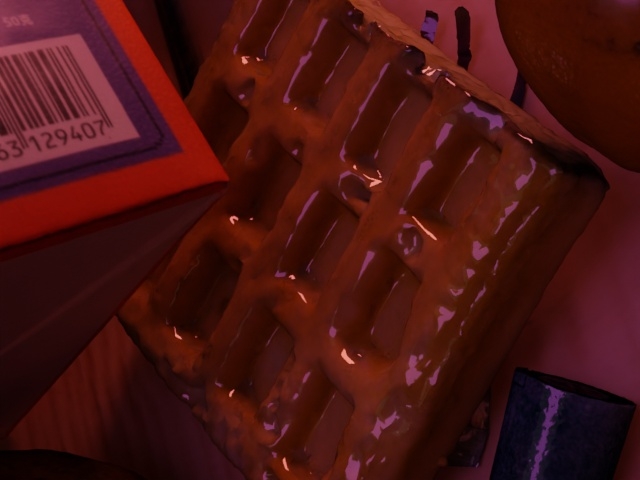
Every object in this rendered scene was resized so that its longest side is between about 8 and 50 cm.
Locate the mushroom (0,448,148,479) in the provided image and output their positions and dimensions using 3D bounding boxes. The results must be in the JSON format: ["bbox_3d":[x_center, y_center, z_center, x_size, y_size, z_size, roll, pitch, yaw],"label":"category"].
[{"bbox_3d":[-0.161,0.226,0.695,0.254,0.267,0.267,142,129,-67],"label":"mushroom"}]

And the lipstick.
[{"bbox_3d":[0.078,0.174,0.594,0.053,0.053,0.234,17,92,40],"label":"lipstick"}]

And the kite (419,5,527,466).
[{"bbox_3d":[0.054,-0.001,0.682,0.127,0.016,0.229,18,94,37],"label":"kite"}]

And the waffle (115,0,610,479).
[{"bbox_3d":[0.000,0.000,0.680,0.248,0.055,0.221,45,113,41],"label":"waffle"}]

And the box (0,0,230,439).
[{"bbox_3d":[-0.296,-0.013,0.662,0.318,0.348,0.257,-43,73,47],"label":"box"}]

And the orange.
[{"bbox_3d":[0.146,-0.095,0.546,0.159,0.159,0.136,37,136,38],"label":"orange"}]
